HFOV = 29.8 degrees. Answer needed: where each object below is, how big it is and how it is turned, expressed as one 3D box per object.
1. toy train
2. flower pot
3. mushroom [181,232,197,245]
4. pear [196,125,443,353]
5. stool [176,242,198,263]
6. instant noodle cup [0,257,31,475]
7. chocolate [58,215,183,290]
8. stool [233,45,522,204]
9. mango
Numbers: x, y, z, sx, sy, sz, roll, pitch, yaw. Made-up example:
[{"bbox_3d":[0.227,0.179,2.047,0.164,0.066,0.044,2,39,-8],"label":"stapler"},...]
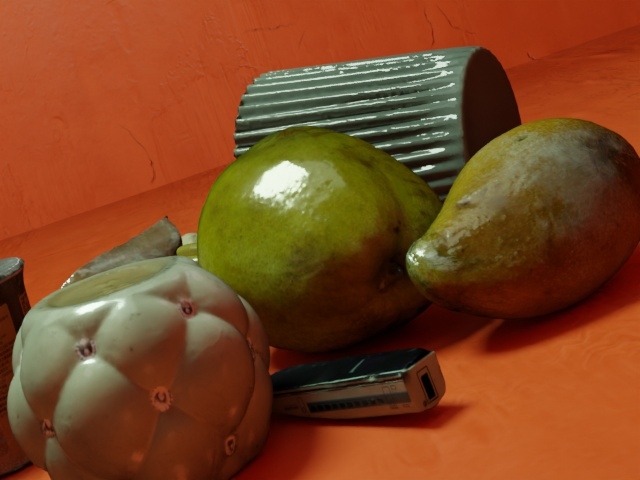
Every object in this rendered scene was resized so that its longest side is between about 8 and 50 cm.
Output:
[{"bbox_3d":[0.010,0.144,1.140,0.252,0.048,0.055,-14,15,48],"label":"toy train"},{"bbox_3d":[-0.164,0.128,1.102,0.246,0.195,0.246,-18,11,4],"label":"flower pot"},{"bbox_3d":[-0.210,0.028,1.971,0.067,0.084,0.083,26,-17,-35],"label":"mushroom"},{"bbox_3d":[0.000,0.000,1.351,0.269,0.269,0.321,-24,26,-29],"label":"pear"},{"bbox_3d":[-0.149,0.053,1.653,0.110,0.134,0.135,-18,-34,20],"label":"stool"},{"bbox_3d":[-0.395,0.149,1.331,0.217,0.207,0.217,-19,10,4],"label":"instant noodle cup"},{"bbox_3d":[-0.271,0.086,1.677,0.083,0.161,0.261,29,39,19],"label":"chocolate"},{"bbox_3d":[0.093,-0.121,1.685,0.330,0.297,0.297,-8,15,28],"label":"stool"},{"bbox_3d":[0.218,-0.020,1.244,0.316,0.193,0.146,-31,-26,-35],"label":"mango"}]
